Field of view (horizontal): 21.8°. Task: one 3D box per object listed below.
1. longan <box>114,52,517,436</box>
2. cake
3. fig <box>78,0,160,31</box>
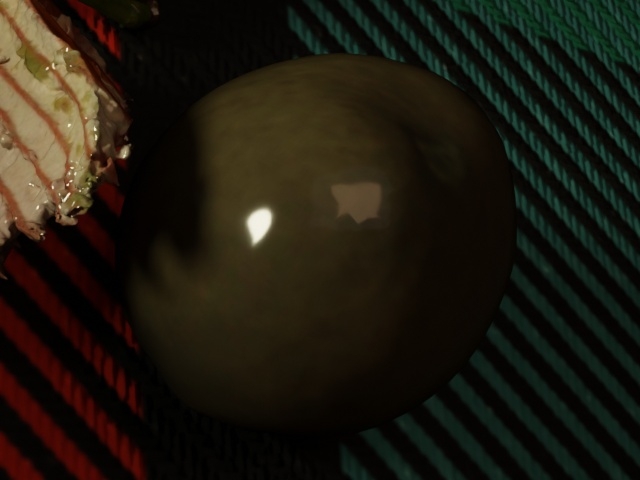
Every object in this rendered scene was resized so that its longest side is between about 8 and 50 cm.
[{"bbox_3d":[0.000,0.000,0.924,0.248,0.248,0.248,19,53,-28],"label":"longan"},{"bbox_3d":[-0.146,-0.060,0.894,0.135,0.098,0.287,51,5,-32],"label":"cake"},{"bbox_3d":[-0.209,-0.201,1.005,0.259,0.151,0.151,57,38,-34],"label":"fig"}]
